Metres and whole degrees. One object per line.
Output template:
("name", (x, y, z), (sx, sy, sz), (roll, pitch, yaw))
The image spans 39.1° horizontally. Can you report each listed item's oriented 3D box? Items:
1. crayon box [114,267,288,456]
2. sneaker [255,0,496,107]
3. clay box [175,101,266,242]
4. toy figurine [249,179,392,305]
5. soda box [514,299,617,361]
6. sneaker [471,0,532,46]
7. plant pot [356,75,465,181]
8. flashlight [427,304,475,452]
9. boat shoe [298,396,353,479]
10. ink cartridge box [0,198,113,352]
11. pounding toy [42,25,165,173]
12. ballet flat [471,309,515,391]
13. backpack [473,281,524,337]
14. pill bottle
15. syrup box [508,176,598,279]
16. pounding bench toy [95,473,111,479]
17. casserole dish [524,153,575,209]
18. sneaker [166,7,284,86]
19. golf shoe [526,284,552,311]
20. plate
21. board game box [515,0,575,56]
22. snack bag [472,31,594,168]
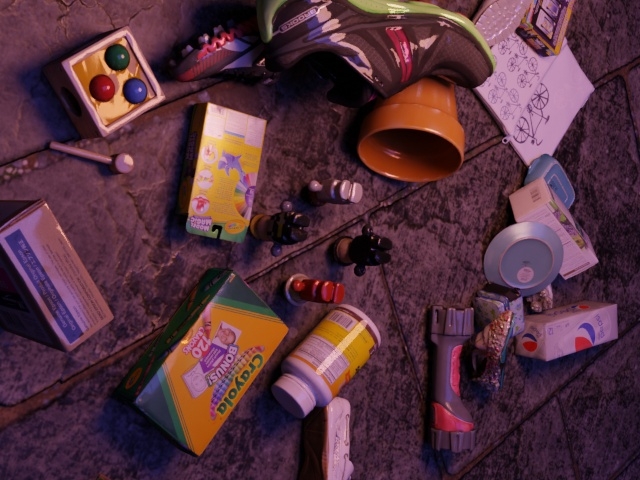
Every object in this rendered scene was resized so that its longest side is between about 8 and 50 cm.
("crayon box", (-0.198, 0.204, 1.542), (0.165, 0.081, 0.278), (49, 64, -30))
("sneaker", (0.094, -0.324, 1.578), (0.482, 0.185, 0.202), (6, 91, -29))
("clay box", (-0.173, -0.114, 1.557), (0.127, 0.053, 0.222), (13, 87, -38))
("toy figurine", (0.000, 0.000, 1.653), (0.213, 0.148, 0.210), (-39, 110, -27))
("soda box", (0.591, 0.212, 2.159), (0.286, 0.098, 0.091), (-9, 99, -38))
("sneaker", (0.394, -0.518, 1.964), (0.235, 0.095, 0.090), (-49, 127, -2))
("plant pot", (0.183, -0.244, 1.756), (0.205, 0.205, 0.188), (29, 59, -36))
("flashlight", (0.285, 0.292, 1.922), (0.103, 0.103, 0.304), (4, 90, -62))
("boat shoe", (0.021, 0.437, 1.723), (0.096, 0.098, 0.277), (7, 87, -38))
("ink cartridge box", (-0.415, 0.043, 1.260), (0.088, 0.234, 0.193), (-40, 116, -30))
("pounding toy", (-0.334, -0.196, 1.397), (0.181, 0.094, 0.206), (-39, 115, -30))
("ballet flat", (0.367, 0.240, 1.941), (0.091, 0.077, 0.241), (-64, 161, -46))
("backpack", (0.393, 0.163, 1.996), (0.084, 0.105, 0.114), (-24, 111, -29))
("pill bottle", (0.008, 0.227, 1.684), (0.215, 0.117, 0.117), (-44, 118, -27))
("syrup box", (0.538, -0.025, 2.079), (0.237, 0.096, 0.093), (43, 27, -31))
("pounding bench toy", (-0.347, 0.435, 1.459), (0.065, 0.052, 0.083), (48, 65, -31))
("casserole dish", (0.545, -0.119, 2.120), (0.114, 0.037, 0.188), (-53, 128, -15))
("sneaker", (-0.134, -0.314, 1.544), (0.276, 0.097, 0.135), (-33, 110, -33))
("golf shoe", (0.502, 0.077, 2.114), (0.086, 0.069, 0.176), (-41, 118, -59))
("plate", (0.460, 0.047, 2.024), (0.188, 0.024, 0.188), (-3, 113, -8))
("board game box", (0.503, -0.522, 2.025), (0.141, 0.048, 0.170), (31, 73, -38))
("snack bag", (0.498, -0.357, 2.083), (0.342, 0.037, 0.323), (48, 64, -30))
